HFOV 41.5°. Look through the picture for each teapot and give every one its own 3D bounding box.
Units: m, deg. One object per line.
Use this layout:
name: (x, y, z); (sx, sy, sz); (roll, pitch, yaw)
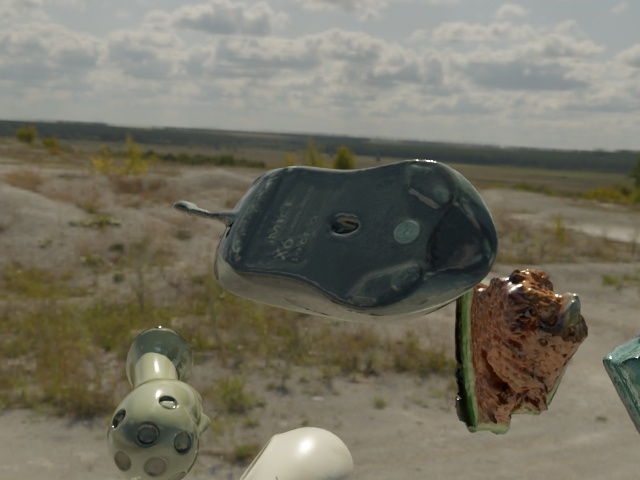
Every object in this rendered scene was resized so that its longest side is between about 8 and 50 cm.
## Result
teapot: (-0.031, 0.309, 0.947); (0.165, 0.208, 0.299); (25, -1, 13)

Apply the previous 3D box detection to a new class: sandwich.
sandwich: (0.311, 0.145, 1.251); (0.162, 0.251, 0.301); (1, -20, -11)

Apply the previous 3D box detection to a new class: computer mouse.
computer mouse: (0.000, 0.000, 0.835); (0.379, 0.167, 0.090); (12, -28, 36)

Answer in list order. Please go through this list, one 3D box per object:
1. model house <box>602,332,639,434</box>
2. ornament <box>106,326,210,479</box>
model house: (0.511, 0.224, 1.043); (0.230, 0.281, 0.249); (-25, -13, 9)
ornament: (-0.131, 0.138, 0.692); (0.081, 0.075, 0.156); (6, 19, -12)
